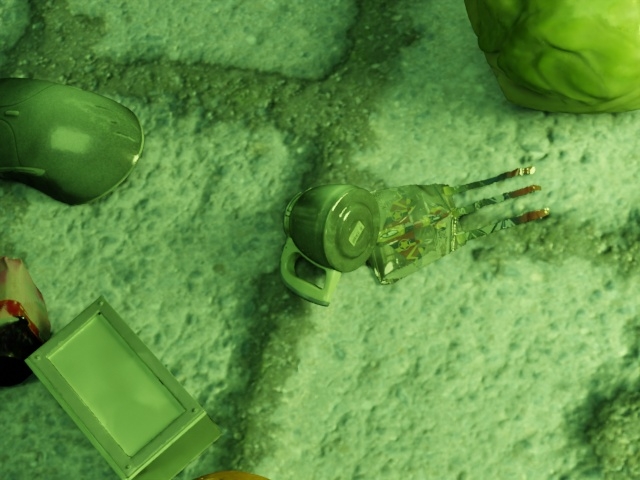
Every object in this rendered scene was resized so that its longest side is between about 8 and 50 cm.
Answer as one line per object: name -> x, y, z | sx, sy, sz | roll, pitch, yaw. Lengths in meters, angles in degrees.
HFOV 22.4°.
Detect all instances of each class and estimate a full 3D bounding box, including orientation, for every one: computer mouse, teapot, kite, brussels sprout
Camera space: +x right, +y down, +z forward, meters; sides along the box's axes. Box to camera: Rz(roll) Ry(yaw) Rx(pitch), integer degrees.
computer mouse -> -0.421, -0.156, 2.241 | 0.379, 0.090, 0.167 | 9, 65, 20
teapot -> 0.007, -0.005, 2.062 | 0.108, 0.149, 0.111 | 17, 27, 40
kite -> 0.166, -0.032, 2.070 | 0.245, 0.015, 0.141 | -16, 63, 6
brussels sprout -> 0.353, -0.296, 2.036 | 0.328, 0.247, 0.328 | -15, 48, 17

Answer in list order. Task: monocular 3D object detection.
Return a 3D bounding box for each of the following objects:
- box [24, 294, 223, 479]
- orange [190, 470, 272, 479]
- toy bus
box -> -0.247, 0.195, 2.014 | 0.129, 0.086, 0.225 | -41, 62, -8
orange -> -0.101, 0.373, 1.826 | 0.219, 0.193, 0.219 | -24, 43, 25
toy bus -> -0.503, 0.127, 2.092 | 0.303, 0.127, 0.147 | -12, 56, 9
